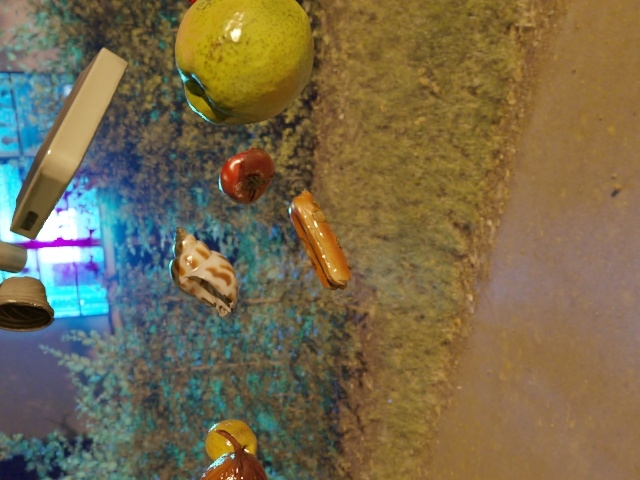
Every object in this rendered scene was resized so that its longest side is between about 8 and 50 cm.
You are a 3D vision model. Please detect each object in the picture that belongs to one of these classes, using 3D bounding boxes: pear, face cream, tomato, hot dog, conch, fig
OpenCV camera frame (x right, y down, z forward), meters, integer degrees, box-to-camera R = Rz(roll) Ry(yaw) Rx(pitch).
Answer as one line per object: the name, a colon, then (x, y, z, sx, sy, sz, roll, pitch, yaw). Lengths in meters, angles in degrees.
pear: (-0.272, 0.615, 1.912, 0.162, 0.149, 0.148, 13, 108, 45)
face cream: (-0.832, 0.021, 1.509, 0.250, 0.077, 0.077, 26, -128, -58)
tomato: (-0.255, -0.217, 2.263, 0.101, 0.228, 0.228, 51, 148, 33)
pear: (-0.206, -0.480, 1.658, 0.391, 0.391, 0.391, 177, 90, -78)
hot dog: (0.000, 0.000, 1.508, 0.269, 0.072, 0.109, 66, 158, 9)
conch: (-0.339, 0.088, 1.813, 0.183, 0.275, 0.148, -21, 33, 42)
fig: (-0.158, 0.437, 1.200, 0.146, 0.134, 0.201, -53, -23, -68)

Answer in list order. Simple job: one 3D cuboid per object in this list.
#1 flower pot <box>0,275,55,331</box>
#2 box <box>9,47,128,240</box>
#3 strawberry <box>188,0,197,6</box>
flower pot: (-1.028, 0.208, 2.160, 0.235, 0.236, 0.140, 106, 158, -56)
box: (-0.586, -0.220, 1.450, 0.367, 0.090, 0.373, -34, 37, 46)
strawberry: (-0.261, -0.794, 1.974, 0.238, 0.288, 0.250, -57, -23, -50)
